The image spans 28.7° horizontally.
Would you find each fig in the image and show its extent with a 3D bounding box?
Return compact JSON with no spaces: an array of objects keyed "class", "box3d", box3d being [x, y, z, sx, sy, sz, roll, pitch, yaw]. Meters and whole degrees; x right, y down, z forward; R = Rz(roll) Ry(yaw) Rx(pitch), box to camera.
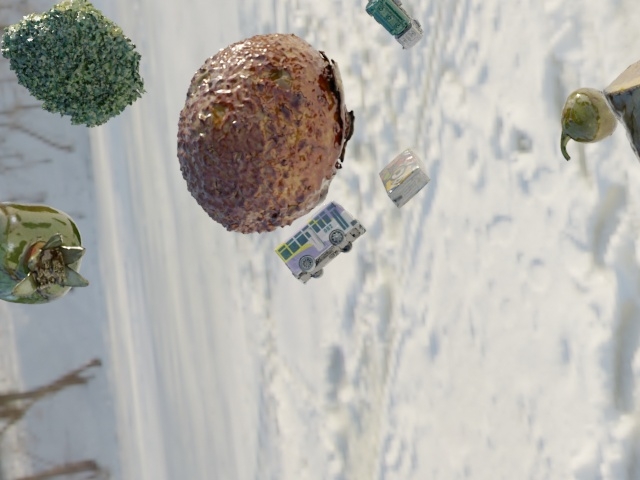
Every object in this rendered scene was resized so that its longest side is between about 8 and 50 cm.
[{"class":"fig","box3d":[0.368,-0.168,1.753,0.098,0.082,0.084,-36,70,26]}]

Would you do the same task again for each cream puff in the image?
[{"class":"cream puff","box3d":[-0.112,-0.170,1.996,0.350,0.229,0.350,1,91,61]}]

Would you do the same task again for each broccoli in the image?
[{"class":"broccoli","box3d":[-0.350,-0.275,1.824,0.194,0.220,0.194,-163,90,-81]}]

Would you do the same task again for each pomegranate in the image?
[{"class":"pomegranate","box3d":[-0.361,0.022,1.572,0.191,0.152,0.131,19,99,50]}]

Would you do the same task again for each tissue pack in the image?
[{"class":"tissue pack","box3d":[0.117,-0.089,1.758,0.035,0.063,0.083,41,-167,-23]}]

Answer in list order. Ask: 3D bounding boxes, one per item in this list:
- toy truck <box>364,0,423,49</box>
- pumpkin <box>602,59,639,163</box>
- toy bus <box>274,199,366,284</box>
[{"class":"toy truck","box3d":[0.090,-0.269,1.528,0.083,0.039,0.044,42,-161,-26]},{"class":"pumpkin","box3d":[0.459,-0.148,1.250,0.225,0.303,0.256,46,-179,-10]},{"class":"toy bus","box3d":[0.000,0.000,1.509,0.058,0.102,0.052,49,-178,20]}]
